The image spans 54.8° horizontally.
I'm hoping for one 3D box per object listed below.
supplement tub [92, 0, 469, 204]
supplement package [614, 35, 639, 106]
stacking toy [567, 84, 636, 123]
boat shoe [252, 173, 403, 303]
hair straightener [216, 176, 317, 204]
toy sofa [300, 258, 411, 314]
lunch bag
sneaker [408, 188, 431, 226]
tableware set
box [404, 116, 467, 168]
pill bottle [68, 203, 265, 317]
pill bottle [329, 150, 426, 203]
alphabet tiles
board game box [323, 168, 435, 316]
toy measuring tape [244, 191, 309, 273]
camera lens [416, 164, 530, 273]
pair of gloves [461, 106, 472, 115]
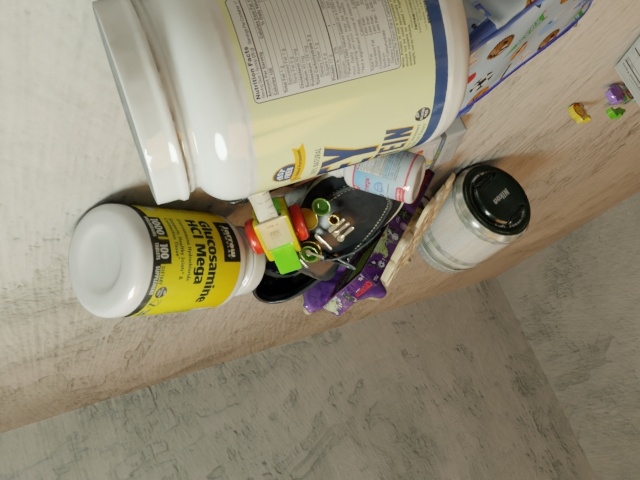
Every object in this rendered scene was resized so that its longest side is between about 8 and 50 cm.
[{"bbox_3d":[-0.041,-0.177,0.639,0.325,0.235,0.235,-18,163,-15],"label":"supplement tub"},{"bbox_3d":[0.780,-0.348,1.233,0.262,0.203,0.145,-20,162,-9],"label":"supplement package"},{"bbox_3d":[0.704,-0.343,1.434,0.221,0.052,0.167,-13,163,-36],"label":"stacking toy"},{"bbox_3d":[0.000,0.000,1.313,0.187,0.155,0.500,30,139,-22],"label":"boat shoe"},{"bbox_3d":[-0.087,-0.121,1.117,0.231,0.047,0.089,-18,161,2],"label":"hair straightener"},{"bbox_3d":[0.086,0.078,1.720,0.363,0.177,0.150,-4,156,-45],"label":"toy sofa"},{"bbox_3d":[0.239,-0.286,0.783,0.303,0.115,0.243,-37,165,-7],"label":"lunch bag"},{"bbox_3d":[0.240,-0.088,1.589,0.083,0.070,0.185,-58,-171,-7],"label":"sneaker"},{"bbox_3d":[-0.018,-0.012,1.206,0.154,0.104,0.024,-40,-169,31],"label":"tableware set"},{"bbox_3d":[0.199,-0.183,1.290,0.186,0.038,0.145,-19,163,-8],"label":"box"},{"bbox_3d":[-0.257,0.036,1.116,0.188,0.187,0.334,-32,162,29],"label":"pill bottle"},{"bbox_3d":[0.098,-0.126,1.086,0.160,0.087,0.087,18,173,17],"label":"pill bottle"},{"bbox_3d":[0.228,-0.023,1.446,0.284,0.021,0.277,-46,164,-42],"label":"alphabet tiles"},{"bbox_3d":[0.135,-0.002,1.403,0.346,0.056,0.208,-58,-171,-32],"label":"board game box"},{"bbox_3d":[-0.095,-0.062,1.100,0.122,0.121,0.330,-22,139,-2],"label":"toy measuring tape"},{"bbox_3d":[0.397,-0.053,1.634,0.220,0.219,0.274,-14,161,-28],"label":"camera lens"},{"bbox_3d":[0.188,-0.208,1.108,0.160,0.023,0.198,-23,-173,4],"label":"pair of gloves"}]
